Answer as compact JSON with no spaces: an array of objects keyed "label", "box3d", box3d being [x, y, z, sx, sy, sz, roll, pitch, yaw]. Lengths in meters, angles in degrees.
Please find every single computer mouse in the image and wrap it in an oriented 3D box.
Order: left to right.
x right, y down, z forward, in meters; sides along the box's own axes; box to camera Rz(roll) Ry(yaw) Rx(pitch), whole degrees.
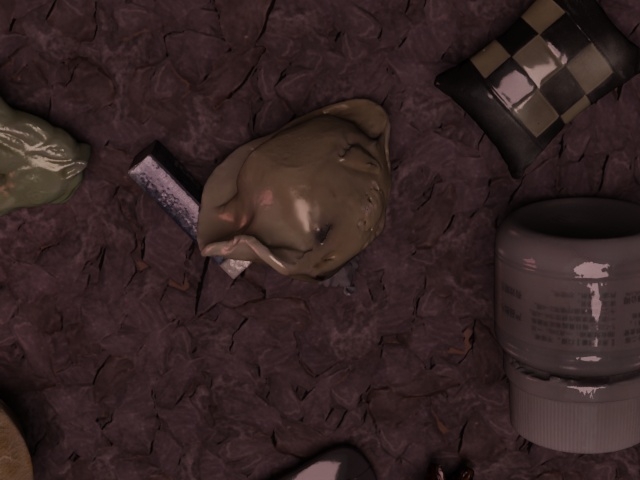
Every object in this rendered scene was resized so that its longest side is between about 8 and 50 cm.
[{"label":"computer mouse","box3d":[-0.024,0.401,1.917,0.232,0.057,0.120,-28,106,10]}]

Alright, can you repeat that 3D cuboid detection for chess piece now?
[{"label":"chess piece","box3d":[-0.469,-0.137,1.715,0.298,0.176,0.176,35,105,-23]}]

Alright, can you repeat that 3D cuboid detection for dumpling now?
[{"label":"dumpling","box3d":[-0.035,-0.060,1.695,0.242,0.318,0.187,6,137,29]}]

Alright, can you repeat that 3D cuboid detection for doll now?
[{"label":"doll","box3d":[0.000,0.000,1.782,0.094,0.079,0.180,-32,92,-14]}]

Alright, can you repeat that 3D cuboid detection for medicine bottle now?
[{"label":"medicine bottle","box3d":[0.361,0.113,1.722,0.245,0.245,0.306,-2,108,1]}]

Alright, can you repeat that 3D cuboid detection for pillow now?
[{"label":"pillow","box3d":[0.302,-0.227,1.685,0.250,0.106,0.186,-40,104,8]}]

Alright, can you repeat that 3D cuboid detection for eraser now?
[{"label":"eraser","box3d":[-0.178,-0.045,1.757,0.046,0.092,0.212,-41,105,11]}]

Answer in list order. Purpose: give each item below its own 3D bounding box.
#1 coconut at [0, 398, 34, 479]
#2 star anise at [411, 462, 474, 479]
[{"label":"coconut","box3d":[-0.541,0.321,1.810,0.245,0.247,0.245,14,122,24]},{"label":"star anise","box3d":[0.153,0.425,1.909,0.234,0.073,0.177,-22,115,-10]}]
